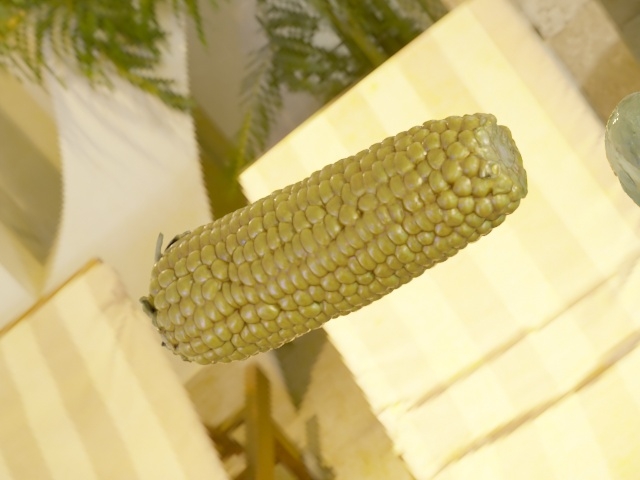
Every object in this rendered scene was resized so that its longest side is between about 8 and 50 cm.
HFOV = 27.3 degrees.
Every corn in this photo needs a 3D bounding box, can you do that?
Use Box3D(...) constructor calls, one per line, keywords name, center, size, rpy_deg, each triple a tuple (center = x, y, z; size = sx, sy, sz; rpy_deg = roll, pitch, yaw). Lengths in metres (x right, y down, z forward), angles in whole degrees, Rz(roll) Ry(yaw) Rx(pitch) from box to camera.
Box3D(name="corn", center=(0.003, 0.002, 0.795), size=(0.260, 0.091, 0.091), rpy_deg=(-27, 57, 31))

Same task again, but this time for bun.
Box3D(name="bun", center=(0.410, -0.074, 1.468), size=(0.212, 0.204, 0.126), rpy_deg=(31, 88, 47))
